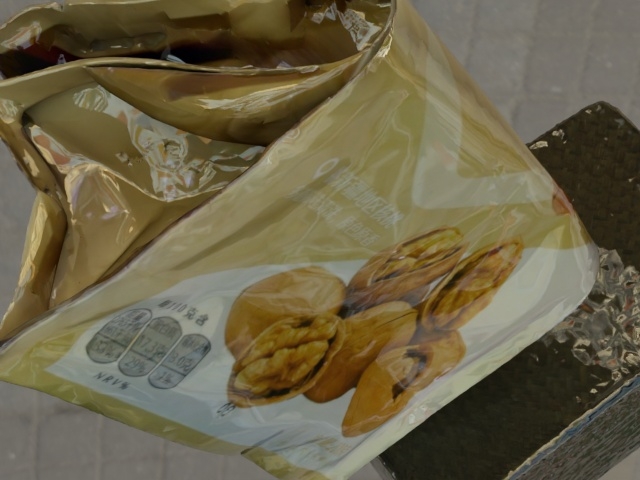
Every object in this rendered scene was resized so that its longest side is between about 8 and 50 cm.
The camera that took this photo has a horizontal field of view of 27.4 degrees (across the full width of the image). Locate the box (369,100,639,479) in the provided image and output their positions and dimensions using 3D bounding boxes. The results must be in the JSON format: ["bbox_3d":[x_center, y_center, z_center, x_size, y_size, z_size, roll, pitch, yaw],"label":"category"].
[{"bbox_3d":[0.142,0.066,0.895,0.273,0.184,0.143,-36,152,-6],"label":"box"}]

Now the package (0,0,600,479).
[{"bbox_3d":[-0.019,-0.022,0.642,0.221,0.165,0.311,-39,150,11],"label":"package"}]
